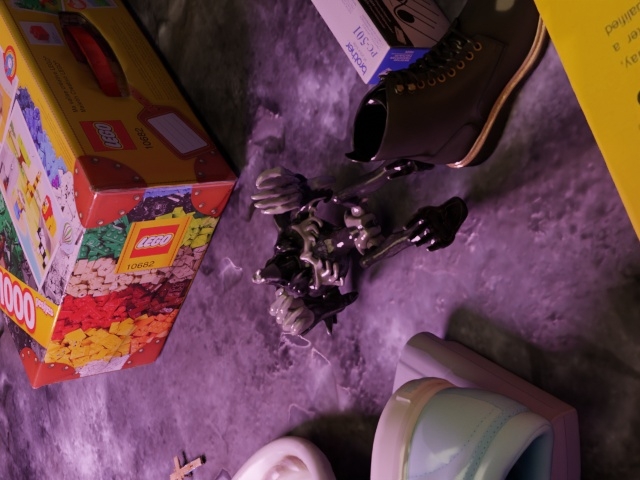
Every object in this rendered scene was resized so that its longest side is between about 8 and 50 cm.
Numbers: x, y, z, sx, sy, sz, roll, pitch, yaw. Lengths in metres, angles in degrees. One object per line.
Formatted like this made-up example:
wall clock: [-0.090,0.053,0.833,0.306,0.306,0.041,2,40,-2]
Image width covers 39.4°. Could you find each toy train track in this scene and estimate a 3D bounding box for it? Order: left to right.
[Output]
toy train track: [-0.183,0.318,1.243,0.083,0.014,0.048,-38,59,42]

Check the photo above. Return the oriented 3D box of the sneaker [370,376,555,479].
sneaker: [0.126,0.291,0.668,0.150,0.135,0.365,-1,99,49]

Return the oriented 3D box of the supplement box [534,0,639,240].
supplement box: [0.258,-0.120,0.459,0.195,0.194,0.356,-36,68,48]

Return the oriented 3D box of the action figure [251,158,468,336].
action figure: [0.000,0.000,0.856,0.276,0.141,0.164,-33,72,46]

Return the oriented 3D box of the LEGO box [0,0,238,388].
LEGO box: [-0.357,-0.113,1.246,0.500,0.193,0.372,55,135,31]

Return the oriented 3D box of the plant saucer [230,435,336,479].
plant saucer: [-0.052,0.413,0.942,0.400,0.101,0.400,-53,22,34]

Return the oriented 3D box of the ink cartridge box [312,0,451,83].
ink cartridge box: [0.038,-0.227,0.801,0.207,0.097,0.046,61,137,26]

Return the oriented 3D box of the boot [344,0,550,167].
boot: [0.101,-0.145,0.702,0.077,0.137,0.197,36,122,43]

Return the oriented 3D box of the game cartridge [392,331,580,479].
game cartridge: [0.131,0.252,0.801,0.196,0.060,0.294,25,115,43]
